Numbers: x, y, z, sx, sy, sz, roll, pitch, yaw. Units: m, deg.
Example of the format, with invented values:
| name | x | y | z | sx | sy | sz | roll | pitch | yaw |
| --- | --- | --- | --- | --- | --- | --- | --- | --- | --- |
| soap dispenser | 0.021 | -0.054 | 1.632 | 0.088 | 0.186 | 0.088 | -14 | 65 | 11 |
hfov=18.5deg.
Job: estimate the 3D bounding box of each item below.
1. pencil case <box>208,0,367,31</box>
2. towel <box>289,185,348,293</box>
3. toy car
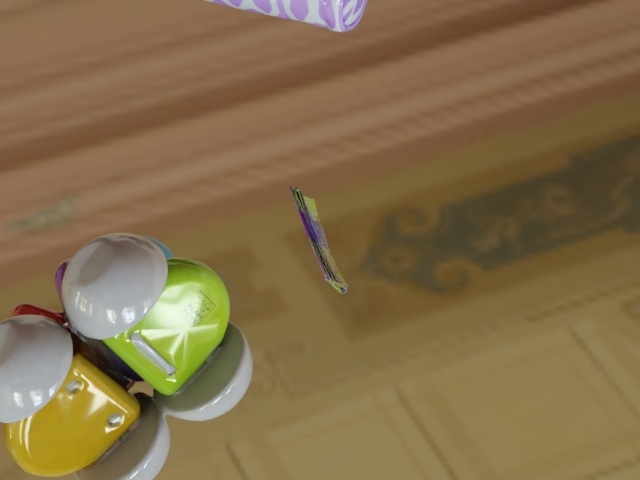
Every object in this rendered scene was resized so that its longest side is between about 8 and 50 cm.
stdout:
| name | x | y | z | sx | sy | sz | roll | pitch | yaw |
| --- | --- | --- | --- | --- | --- | --- | --- | --- | --- |
| pencil case | -0.059 | -0.220 | 1.493 | 0.206 | 0.086 | 0.088 | 16 | -99 | 12 |
| towel | 0.000 | 0.000 | 1.509 | 0.009 | 0.060 | 0.083 | -23 | -106 | 8 |
| toy car | -0.148 | 0.069 | 1.324 | 0.182 | 0.159 | 0.136 | -42 | -140 | 2 |
